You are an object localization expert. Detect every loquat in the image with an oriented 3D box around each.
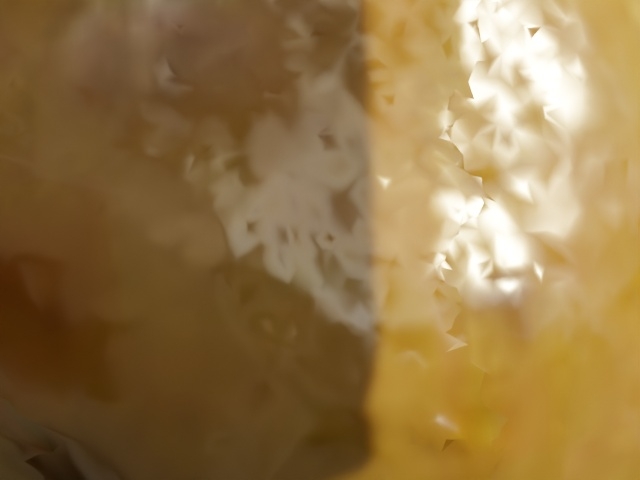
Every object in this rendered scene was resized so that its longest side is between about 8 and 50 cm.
[{"bbox_3d":[0.000,0.000,0.513,0.328,0.328,0.328,160,-90,-84],"label":"loquat"}]
